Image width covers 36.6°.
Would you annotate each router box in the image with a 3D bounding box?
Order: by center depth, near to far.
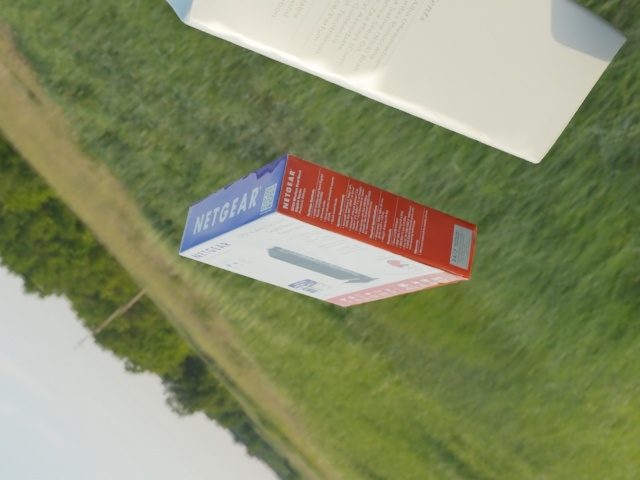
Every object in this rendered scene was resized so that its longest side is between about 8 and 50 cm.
[{"bbox_3d":[0.000,0.000,1.380,0.301,0.082,0.335,19,162,-25],"label":"router box"}]

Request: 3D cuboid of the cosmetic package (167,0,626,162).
[{"bbox_3d":[0.049,-0.241,0.897,0.453,0.161,0.230,14,-154,-41],"label":"cosmetic package"}]
